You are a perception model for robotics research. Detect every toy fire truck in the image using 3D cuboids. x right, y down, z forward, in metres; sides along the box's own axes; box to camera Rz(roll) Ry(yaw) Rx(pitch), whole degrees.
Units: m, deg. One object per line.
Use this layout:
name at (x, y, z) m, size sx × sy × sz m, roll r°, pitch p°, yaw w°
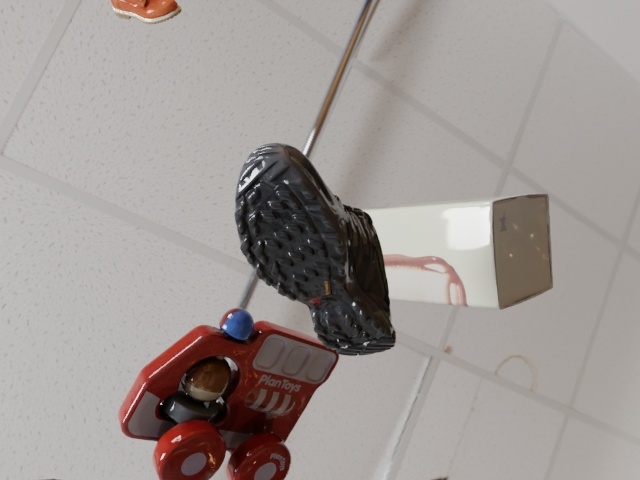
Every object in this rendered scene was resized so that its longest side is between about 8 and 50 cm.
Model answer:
toy fire truck at (-0.135, 0.231, 0.824) m, size 0.302 × 0.169 × 0.254 m, roll 28°, pitch -88°, yaw -37°

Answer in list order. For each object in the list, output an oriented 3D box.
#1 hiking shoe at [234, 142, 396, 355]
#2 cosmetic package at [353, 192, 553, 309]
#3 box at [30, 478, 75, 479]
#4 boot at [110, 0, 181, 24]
hiking shoe at (0.000, 0.000, 0.466) m, size 0.086 × 0.114 × 0.227 m, roll -15°, pitch -52°, yaw 18°
cosmetic package at (0.145, 0.011, 0.743) m, size 0.153 × 0.296 × 0.129 m, roll -8°, pitch -86°, yaw -41°
box at (-0.135, 0.195, 0.103) m, size 0.167 × 0.168 × 0.203 m, roll -2°, pitch -73°, yaw -16°
boot at (-0.347, -0.472, 1.034) m, size 0.084 × 0.158 × 0.059 m, roll 83°, pitch -154°, yaw -51°
